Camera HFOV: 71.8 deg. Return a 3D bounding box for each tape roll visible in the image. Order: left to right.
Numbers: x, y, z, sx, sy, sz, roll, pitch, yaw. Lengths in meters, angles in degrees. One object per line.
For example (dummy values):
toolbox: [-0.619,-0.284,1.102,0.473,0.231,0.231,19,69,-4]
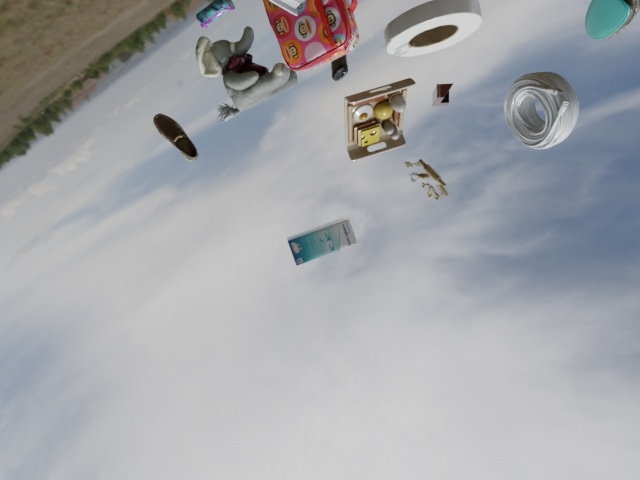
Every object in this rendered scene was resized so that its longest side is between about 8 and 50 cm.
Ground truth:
tape roll: [0.449,-0.856,1.788,0.392,0.072,0.392,-11,-177,1]

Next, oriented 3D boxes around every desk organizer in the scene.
desk organizer: [0.397,-0.473,1.440,0.050,0.047,0.130,0,-175,8]

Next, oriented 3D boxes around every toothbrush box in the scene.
toothbrush box: [0.000,0.000,2.064,0.295,0.126,0.216,-21,-174,-5]

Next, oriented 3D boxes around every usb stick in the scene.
usb stick: [0.074,-0.731,1.779,0.077,0.045,0.278,-39,-146,33]

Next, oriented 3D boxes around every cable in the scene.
cable: [0.734,-0.438,1.486,0.089,0.257,0.257,-25,-131,-10]

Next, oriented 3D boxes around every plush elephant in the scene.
plush elephant: [-0.271,-0.594,1.514,0.330,0.255,0.272,-24,-167,18]

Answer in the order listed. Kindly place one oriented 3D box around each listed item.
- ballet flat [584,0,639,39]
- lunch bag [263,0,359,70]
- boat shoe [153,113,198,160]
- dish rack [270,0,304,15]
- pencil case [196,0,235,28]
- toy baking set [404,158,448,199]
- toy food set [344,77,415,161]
ballet flat: [0.988,-0.827,1.403,0.182,0.483,0.164,-38,-110,13]
lunch bag: [-0.014,-0.645,1.227,0.258,0.293,0.120,-15,-168,29]
boat shoe: [-0.650,-0.474,2.012,0.095,0.257,0.095,-48,-159,-8]
dish rack: [-0.142,-0.653,0.924,0.072,0.333,0.285,-29,-170,20]
pencil case: [-0.421,-0.915,1.767,0.151,0.064,0.070,-26,-116,17]
toy baking set: [0.464,-0.275,1.968,0.030,0.256,0.197,-36,168,-13]
toy food set: [0.200,-0.395,1.491,0.219,0.306,0.092,-18,-117,-5]
